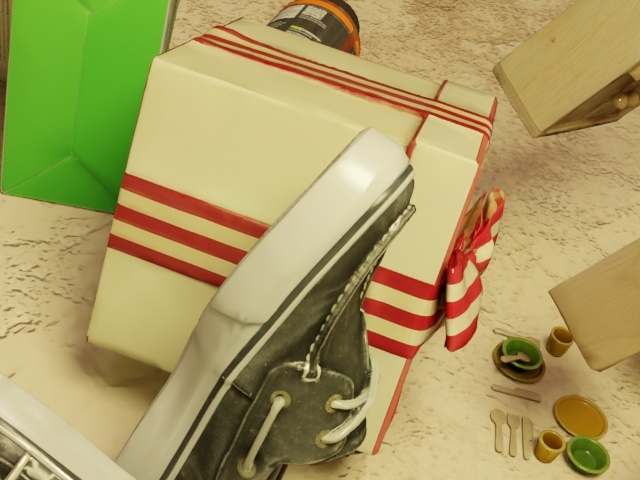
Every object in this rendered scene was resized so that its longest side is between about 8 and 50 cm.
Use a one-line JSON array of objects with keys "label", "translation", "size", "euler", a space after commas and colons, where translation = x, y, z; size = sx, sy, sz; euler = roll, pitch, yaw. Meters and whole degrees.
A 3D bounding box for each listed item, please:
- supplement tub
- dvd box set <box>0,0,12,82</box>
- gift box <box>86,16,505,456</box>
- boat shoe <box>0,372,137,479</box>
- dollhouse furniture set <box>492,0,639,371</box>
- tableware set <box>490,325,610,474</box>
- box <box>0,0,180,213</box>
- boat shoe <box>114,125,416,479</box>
[{"label": "supplement tub", "translation": [-0.021, -0.190, 1.140], "size": [0.106, 0.106, 0.198], "euler": [24, 39, 7]}, {"label": "dvd box set", "translation": [-0.458, -0.253, 0.901], "size": [0.420, 0.307, 0.062], "euler": [7, 69, -12]}, {"label": "gift box", "translation": [0.000, 0.000, 0.825], "size": [0.258, 0.276, 0.255], "euler": [19, 26, 6]}, {"label": "boat shoe", "translation": [-0.190, 0.173, 0.655], "size": [0.306, 0.113, 0.105], "euler": [38, 47, 0]}, {"label": "dollhouse furniture set", "translation": [0.356, -0.043, 0.817], "size": [0.362, 0.256, 0.394], "euler": [-15, 72, -48]}, {"label": "tableware set", "translation": [0.197, 0.129, 0.917], "size": [0.104, 0.024, 0.154], "euler": [16, 39, -3]}, {"label": "box", "translation": [-0.191, -0.198, 0.962], "size": [0.127, 0.262, 0.231], "euler": [10, 41, -9]}, {"label": "boat shoe", "translation": [-0.018, 0.082, 0.663], "size": [0.119, 0.335, 0.121], "euler": [37, 34, 6]}]
